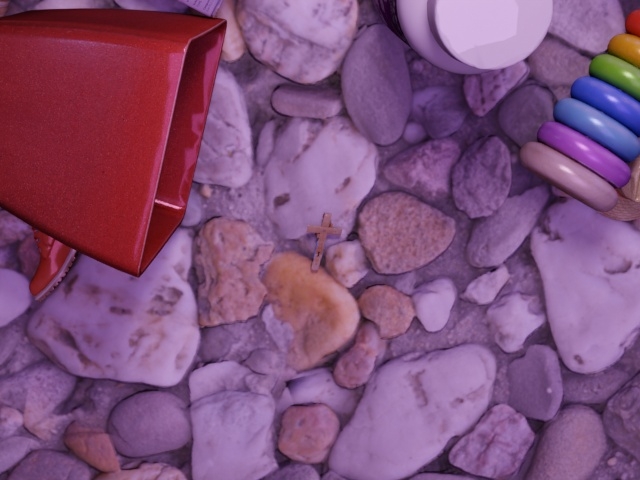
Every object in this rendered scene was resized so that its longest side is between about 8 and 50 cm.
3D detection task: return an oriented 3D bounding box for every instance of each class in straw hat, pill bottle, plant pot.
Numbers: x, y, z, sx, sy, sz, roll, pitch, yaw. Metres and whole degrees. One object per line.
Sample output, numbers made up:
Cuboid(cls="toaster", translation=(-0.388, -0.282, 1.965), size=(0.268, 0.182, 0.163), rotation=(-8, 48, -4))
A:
Cuboid(cls="straw hat", translation=(0.424, -0.086, 1.556), size=(0.145, 0.061, 0.144), rotation=(-2, 109, -7))
Cuboid(cls="pill bottle", translation=(0.159, -0.282, 1.328), size=(0.169, 0.301, 0.169), rotation=(-2, 108, -7))
Cuboid(cls="plant pot", translation=(-0.268, -0.143, 1.357), size=(0.236, 0.267, 0.267), rotation=(14, 106, 1))

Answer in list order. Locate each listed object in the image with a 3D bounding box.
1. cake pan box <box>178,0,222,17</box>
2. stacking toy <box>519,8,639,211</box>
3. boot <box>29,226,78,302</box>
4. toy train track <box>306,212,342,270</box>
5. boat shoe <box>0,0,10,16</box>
Cuboid(cls="cake pan box", translation=(-0.174, -0.412, 1.309), size=(0.246, 0.070, 0.267), rotation=(22, 132, -15))
Cuboid(cls="stacking toy", translation=(0.395, -0.206, 1.488), size=(0.141, 0.141, 0.330), rotation=(30, 95, -16))
Cuboid(cls="boot", translation=(-0.343, -0.001, 1.491), size=(0.085, 0.059, 0.158), rotation=(29, 94, -12))
Cuboid(cls="toy train track", translation=(0.000, 0.000, 1.556), size=(0.048, 0.014, 0.083), rotation=(7, 113, -17))
Cuboid(cls="boat shoe", translation=(-0.450, -0.269, 1.384), size=(0.170, 0.063, 0.059), rotation=(3, 111, 2))
